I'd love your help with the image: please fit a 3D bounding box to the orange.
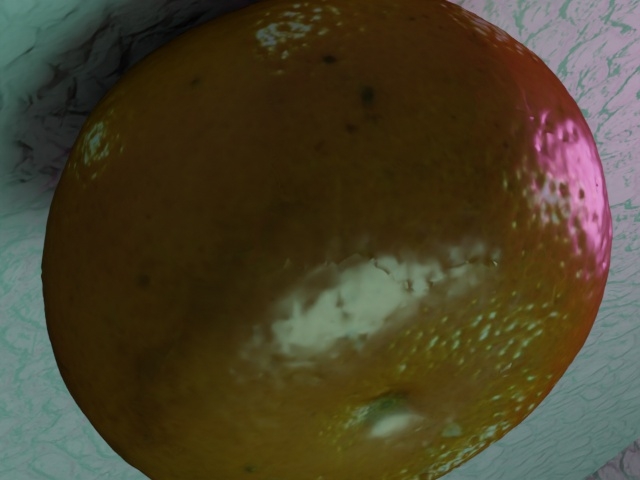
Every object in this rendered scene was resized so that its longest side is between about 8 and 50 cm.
[{"bbox_3d":[0.000,0.000,1.405,0.424,0.326,0.424,-14,139,-13],"label":"orange"}]
